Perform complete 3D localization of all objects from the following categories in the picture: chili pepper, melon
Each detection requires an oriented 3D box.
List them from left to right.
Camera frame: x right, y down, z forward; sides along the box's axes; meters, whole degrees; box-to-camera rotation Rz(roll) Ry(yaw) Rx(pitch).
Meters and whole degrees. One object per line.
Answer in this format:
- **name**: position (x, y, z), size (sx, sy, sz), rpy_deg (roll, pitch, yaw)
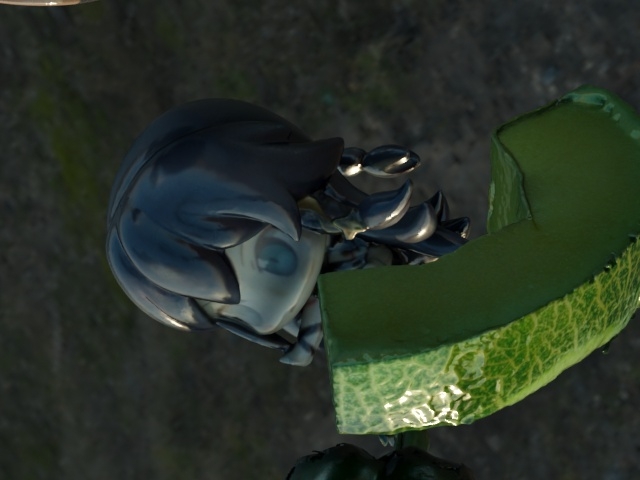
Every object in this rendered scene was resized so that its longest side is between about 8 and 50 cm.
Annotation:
- **chili pepper**: position (0.046, 0.217, 1.270), size (0.174, 0.261, 0.165), rpy_deg (-14, 141, 25)
- **melon**: position (0.076, 0.013, 0.729), size (0.118, 0.209, 0.064), rpy_deg (33, 142, 43)

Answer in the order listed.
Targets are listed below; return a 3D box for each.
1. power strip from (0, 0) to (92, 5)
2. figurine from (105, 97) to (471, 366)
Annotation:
- **power strip**: position (-0.185, -0.203, 1.079), size (0.154, 0.154, 0.078), rpy_deg (28, 122, 33)
- **figurine**: position (-0.016, 0.002, 1.182), size (0.265, 0.175, 0.197), rpy_deg (23, -168, -33)
